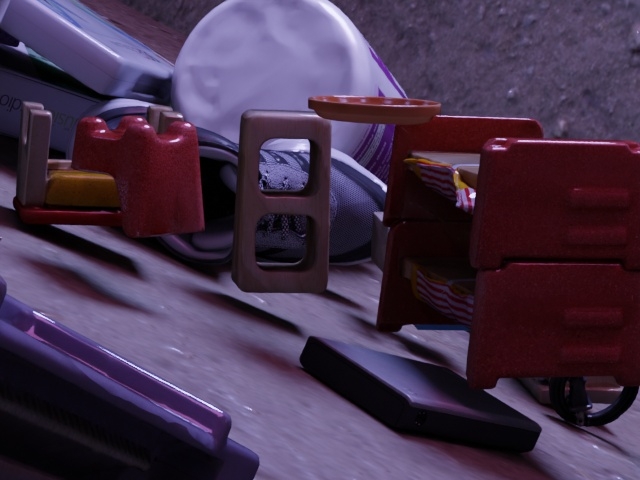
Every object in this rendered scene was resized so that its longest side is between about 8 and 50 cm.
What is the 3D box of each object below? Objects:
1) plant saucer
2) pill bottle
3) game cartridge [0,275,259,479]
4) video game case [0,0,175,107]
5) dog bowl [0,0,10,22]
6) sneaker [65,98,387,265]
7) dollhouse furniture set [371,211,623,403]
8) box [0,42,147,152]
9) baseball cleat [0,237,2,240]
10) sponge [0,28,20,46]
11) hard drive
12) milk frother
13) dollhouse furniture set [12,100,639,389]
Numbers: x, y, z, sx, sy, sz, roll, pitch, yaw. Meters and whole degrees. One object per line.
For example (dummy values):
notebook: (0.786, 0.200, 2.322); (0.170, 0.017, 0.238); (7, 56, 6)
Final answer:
plant saucer: (0.034, -0.081, 1.242); (0.083, 0.013, 0.083); (2, 7, 0)
pill bottle: (-0.006, -0.092, 1.704); (0.169, 0.169, 0.301); (27, -5, 20)
game cartridge: (-0.163, 0.012, 0.642); (0.230, 0.068, 0.355); (31, -5, 17)
video game case: (-0.265, -0.212, 1.577); (0.329, 0.036, 0.300); (34, 5, 4)
dog bowl: (-0.271, -0.195, 1.281); (0.104, 0.265, 0.265); (22, 7, 3)
sneaker: (-0.048, -0.024, 1.453); (0.268, 0.101, 0.153); (15, 11, -21)
dollhouse furniture set: (0.128, 0.044, 1.509); (0.183, 0.129, 0.129); (1, 11, -10)
box: (-0.278, -0.147, 1.739); (0.232, 0.058, 0.322); (18, 11, -40)
baseball cleat: (-0.244, -0.029, 0.946); (0.109, 0.072, 0.206); (20, 1, 27)
sponge: (-0.349, -0.209, 1.622); (0.117, 0.031, 0.210); (30, 9, 32)
hard drive: (0.063, 0.096, 1.228); (0.094, 0.022, 0.135); (30, 9, 41)
milk frother: (0.236, 0.125, 1.374); (0.143, 0.129, 0.135); (-18, 2, 8)
dollhouse furniture set: (0.000, 0.000, 1.259); (0.374, 0.152, 0.201); (1, 8, -14)
